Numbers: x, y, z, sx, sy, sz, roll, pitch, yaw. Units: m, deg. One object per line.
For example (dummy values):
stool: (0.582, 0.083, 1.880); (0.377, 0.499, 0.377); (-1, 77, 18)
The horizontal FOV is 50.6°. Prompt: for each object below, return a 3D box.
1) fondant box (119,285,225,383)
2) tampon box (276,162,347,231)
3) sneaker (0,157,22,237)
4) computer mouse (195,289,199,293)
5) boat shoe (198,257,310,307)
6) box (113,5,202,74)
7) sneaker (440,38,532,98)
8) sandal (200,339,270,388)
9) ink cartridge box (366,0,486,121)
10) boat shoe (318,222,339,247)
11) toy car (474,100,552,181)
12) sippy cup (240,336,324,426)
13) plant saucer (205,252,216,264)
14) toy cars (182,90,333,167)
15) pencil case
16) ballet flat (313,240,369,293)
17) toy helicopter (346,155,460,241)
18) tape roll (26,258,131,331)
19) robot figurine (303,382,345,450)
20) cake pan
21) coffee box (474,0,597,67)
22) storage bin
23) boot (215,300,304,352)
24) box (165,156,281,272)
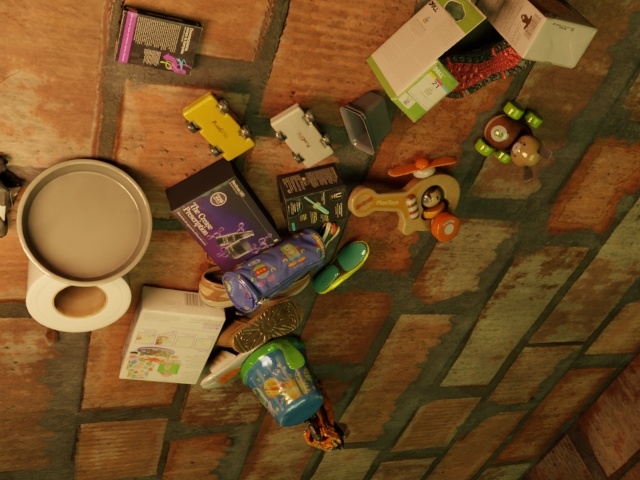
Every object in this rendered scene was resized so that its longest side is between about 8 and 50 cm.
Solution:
fondant box: (-0.442, 0.288, 1.999); (0.238, 0.096, 0.330); (10, 130, -22)
tampon box: (-0.022, -0.114, 1.772); (0.161, 0.101, 0.120); (-14, 137, -9)
sneaker: (-0.728, -0.097, 1.536); (0.106, 0.078, 0.234); (-6, 133, -12)
computer mouse: (-0.251, 0.153, 2.005); (0.242, 0.041, 0.071); (1, 134, -13)
boat shoe: (-0.184, 0.109, 1.914); (0.325, 0.123, 0.116); (-12, 142, -12)
box: (-0.338, -0.413, 1.407); (0.162, 0.029, 0.116); (7, 131, -25)
sneaker: (0.387, -0.415, 1.624); (0.262, 0.125, 0.104); (-11, 106, 23)
sandal: (-0.284, 0.381, 2.196); (0.265, 0.076, 0.102); (-35, 154, -15)
ink cartridge box: (0.250, -0.419, 1.507); (0.255, 0.188, 0.097); (-39, 133, 18)
boat shoe: (0.000, 0.000, 1.933); (0.043, 0.049, 0.137); (22, 120, -32)
toy car: (0.529, -0.245, 1.788); (0.149, 0.188, 0.155); (14, 127, -31)
sippy cup: (-0.110, 0.470, 2.195); (0.240, 0.224, 0.305); (-38, 147, 3)
plant saucer: (-0.279, 0.034, 1.886); (0.084, 0.013, 0.083); (-11, 137, -10)
toy cars: (-0.142, -0.271, 1.588); (0.394, 0.087, 0.176); (2, 137, -27)
pencil case: (-0.116, 0.080, 1.822); (0.306, 0.133, 0.119); (-32, 146, -33)
ballet flat: (0.072, 0.080, 2.033); (0.231, 0.077, 0.077); (-43, 154, 25)
toy helicopter: (0.233, -0.124, 1.829); (0.355, 0.140, 0.234); (-3, 118, -29)
tape roll: (-0.608, 0.092, 1.706); (0.246, 0.169, 0.246); (-11, 137, -10)
robot figurine: (-0.014, 0.607, 2.355); (0.085, 0.291, 0.211); (-38, 134, 17)
cake pan: (-0.540, -0.039, 1.561); (0.293, 0.293, 0.054); (2, 174, -23)
coffee box: (0.464, -0.488, 1.477); (0.141, 0.246, 0.098); (4, 132, -23)
storage bin: (0.115, -0.296, 1.661); (0.091, 0.098, 0.135); (-43, 139, -17)
boot: (-0.195, 0.244, 1.989); (0.236, 0.269, 0.089); (-24, 95, -20)
box: (-0.243, -0.064, 1.731); (0.184, 0.103, 0.261); (-31, 135, 3)
